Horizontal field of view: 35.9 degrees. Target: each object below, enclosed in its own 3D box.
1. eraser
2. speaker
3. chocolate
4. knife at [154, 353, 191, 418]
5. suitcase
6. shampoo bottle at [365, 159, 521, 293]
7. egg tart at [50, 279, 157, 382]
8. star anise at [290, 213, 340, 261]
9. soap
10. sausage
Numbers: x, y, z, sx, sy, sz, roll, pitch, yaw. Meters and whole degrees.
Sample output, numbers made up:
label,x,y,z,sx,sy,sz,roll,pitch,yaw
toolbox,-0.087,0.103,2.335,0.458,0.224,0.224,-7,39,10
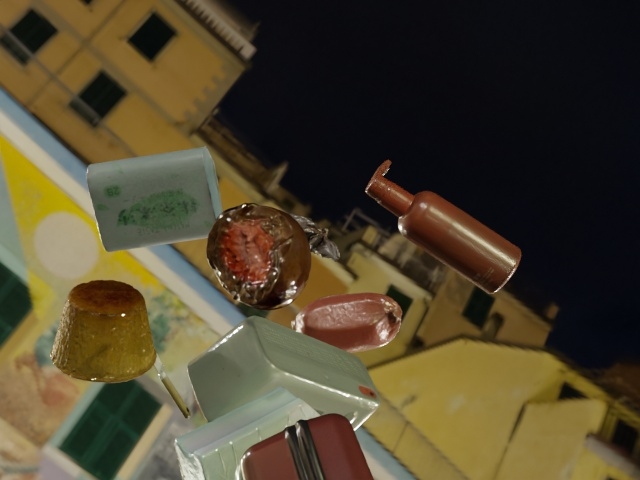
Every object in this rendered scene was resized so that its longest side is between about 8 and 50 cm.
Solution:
label,x,y,z,sx,sy,sz,roll,pitch,yaw
eraser,-0.304,-0.074,1.843,0.227,0.081,0.174,-8,-76,6
speaker,-0.064,0.306,2.056,0.184,0.183,0.406,-43,-41,19
chocolate,-0.071,0.028,1.223,0.127,0.133,0.124,6,-34,-27
knife,-0.386,0.304,2.375,0.017,0.047,0.298,-20,-69,21
suitcase,0.016,0.392,1.308,0.161,0.236,0.297,-21,-43,-1
shampoo bottle,0.174,-0.019,1.438,0.244,0.085,0.085,35,-35,-4
egg tart,-0.432,0.184,1.997,0.215,0.215,0.171,19,-64,19
star anise,0.002,0.005,1.972,0.124,0.056,0.129,29,16,-42
soap,-0.100,0.372,1.713,0.095,0.289,0.173,13,-63,49
sausage,0.060,0.194,2.293,0.254,0.148,0.148,-2,-38,-3
